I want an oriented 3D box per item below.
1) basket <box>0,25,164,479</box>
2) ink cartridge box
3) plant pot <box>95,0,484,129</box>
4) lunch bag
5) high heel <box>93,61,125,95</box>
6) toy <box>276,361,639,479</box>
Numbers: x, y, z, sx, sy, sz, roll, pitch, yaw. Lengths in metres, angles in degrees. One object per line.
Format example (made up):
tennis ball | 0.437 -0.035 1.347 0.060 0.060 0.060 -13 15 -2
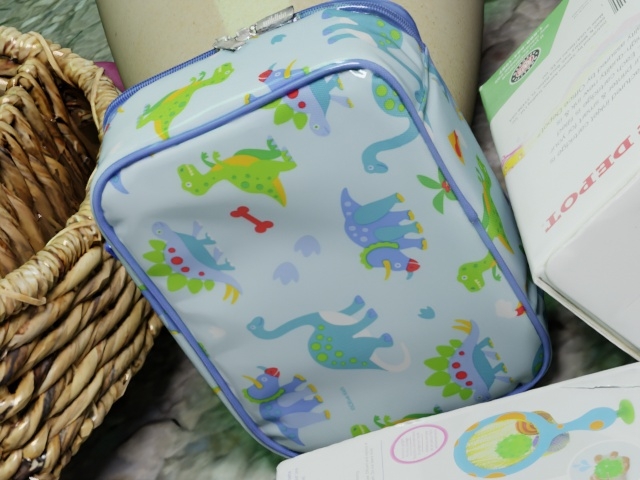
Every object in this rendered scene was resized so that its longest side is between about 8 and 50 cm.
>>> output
basket | -0.217 -0.014 0.965 0.214 0.223 0.299 -15 30 22
ink cartridge box | 0.169 -0.060 0.831 0.154 0.093 0.212 -47 19 20
plant pot | -0.008 -0.104 1.000 0.257 0.256 0.274 -23 48 16
lunch bag | 0.000 0.000 0.835 0.176 0.219 0.090 -23 32 17
high heel | -0.103 -0.063 1.190 0.244 0.117 0.082 26 105 41
toy | 0.098 0.123 0.734 0.237 0.056 0.137 -20 29 12
